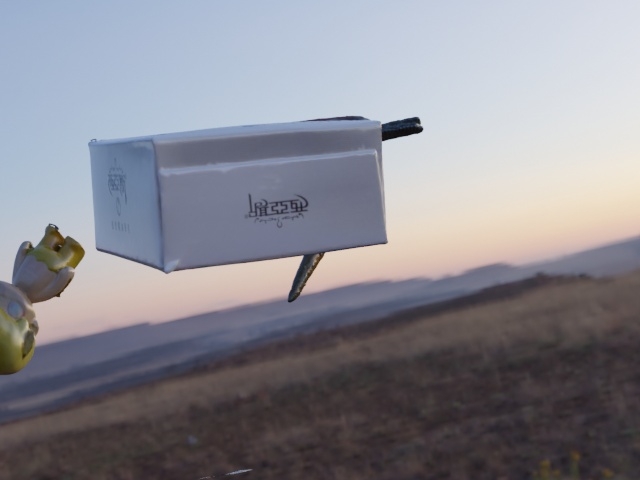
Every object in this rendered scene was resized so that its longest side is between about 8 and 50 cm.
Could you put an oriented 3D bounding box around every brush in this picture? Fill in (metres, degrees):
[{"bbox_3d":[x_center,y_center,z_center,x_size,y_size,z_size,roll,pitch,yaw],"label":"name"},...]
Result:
[{"bbox_3d":[-0.008,-0.143,1.727,0.323,0.051,0.070,-10,-37,3],"label":"brush"}]

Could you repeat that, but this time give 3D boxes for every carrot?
[{"bbox_3d":[0.000,0.000,1.869,0.049,0.049,0.254,-16,38,47],"label":"carrot"}]

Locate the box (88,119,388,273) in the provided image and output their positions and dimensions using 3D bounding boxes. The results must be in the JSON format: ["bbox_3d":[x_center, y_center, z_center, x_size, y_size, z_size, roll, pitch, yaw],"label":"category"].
[{"bbox_3d":[-0.086,-0.046,1.076,0.203,0.116,0.274,-6,6,-22],"label":"box"}]

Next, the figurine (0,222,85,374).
[{"bbox_3d":[-0.400,0.088,1.492,0.246,0.156,0.131,-48,-26,-23],"label":"figurine"}]

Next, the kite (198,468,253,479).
[{"bbox_3d":[-0.137,0.342,1.712,0.078,0.002,0.044,-8,-7,-18],"label":"kite"}]
